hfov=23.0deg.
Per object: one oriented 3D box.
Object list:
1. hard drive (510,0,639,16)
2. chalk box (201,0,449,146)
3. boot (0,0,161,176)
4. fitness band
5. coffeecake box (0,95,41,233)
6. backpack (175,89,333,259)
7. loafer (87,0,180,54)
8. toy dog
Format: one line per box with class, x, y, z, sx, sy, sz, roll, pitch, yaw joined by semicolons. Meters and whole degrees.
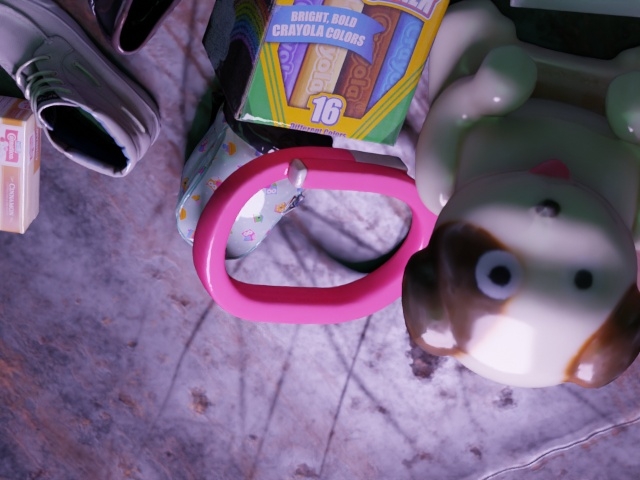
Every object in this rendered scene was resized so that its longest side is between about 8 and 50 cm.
hard drive;0.356;-0.326;1.594;0.307;0.040;0.203;5;116;5
chalk box;0.019;-0.269;1.565;0.179;0.180;0.289;9;120;-23
boot;-0.288;-0.175;1.709;0.258;0.123;0.095;37;115;-10
fitness band;0.000;0.000;1.718;0.291;0.054;0.209;4;121;-33
coffeecake box;-0.418;-0.096;1.796;0.185;0.068;0.142;9;116;4
backpack;-0.089;-0.071;1.739;0.152;0.115;0.182;33;118;-11
loafer;-0.133;-0.316;1.622;0.109;0.095;0.302;21;123;-34
toy dog;0.197;-0.019;1.560;0.284;0.408;0.395;22;116;-3
